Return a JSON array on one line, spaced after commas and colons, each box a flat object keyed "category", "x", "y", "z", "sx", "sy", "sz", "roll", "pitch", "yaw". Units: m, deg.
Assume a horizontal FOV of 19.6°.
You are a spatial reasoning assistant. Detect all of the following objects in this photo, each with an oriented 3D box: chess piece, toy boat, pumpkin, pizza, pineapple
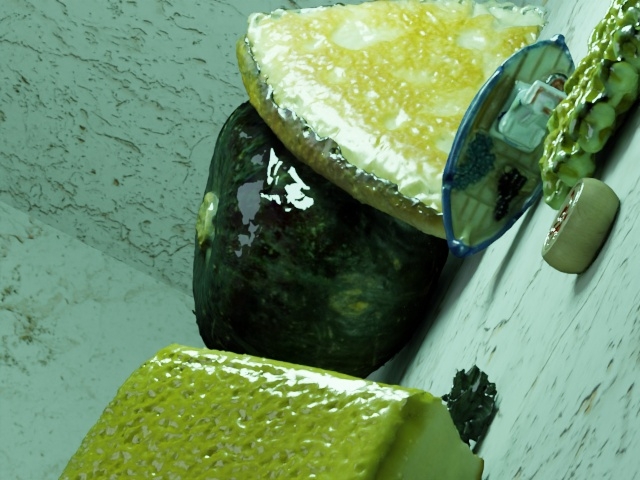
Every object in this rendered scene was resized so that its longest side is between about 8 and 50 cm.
[{"category": "chess piece", "x": 0.218, "y": -0.012, "z": 1.557, "sx": 0.083, "sy": 0.038, "sz": 0.083, "roll": -155, "pitch": 90, "yaw": -87}, {"category": "toy boat", "x": 0.204, "y": -0.101, "z": 1.993, "sx": 0.262, "sy": 0.114, "sz": 0.115, "roll": -63, "pitch": 7, "yaw": 8}, {"category": "pumpkin", "x": 0.000, "y": 0.000, "z": 2.551, "sx": 0.454, "sy": 0.344, "sz": 0.454, "roll": -169, "pitch": 90, "yaw": -77}, {"category": "pizza", "x": 0.064, "y": -0.192, "z": 2.390, "sx": 0.435, "sy": 0.392, "sz": 0.080, "roll": -66, "pitch": -15, "yaw": -44}, {"category": "pineapple", "x": 0.104, "y": 0.182, "z": 1.634, "sx": 0.159, "sy": 0.074, "sz": 0.074, "roll": -55, "pitch": 0, "yaw": -17}]

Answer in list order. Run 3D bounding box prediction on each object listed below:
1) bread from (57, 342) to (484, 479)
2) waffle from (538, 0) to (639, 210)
[{"category": "bread", "x": -0.072, "y": 0.252, "z": 1.513, "sx": 0.323, "sy": 0.333, "sz": 0.143, "roll": -56, "pitch": -45, "yaw": -29}, {"category": "waffle", "x": 0.268, "y": -0.143, "z": 1.745, "sx": 0.204, "sy": 0.054, "sz": 0.223, "roll": -68, "pitch": 3, "yaw": -65}]
